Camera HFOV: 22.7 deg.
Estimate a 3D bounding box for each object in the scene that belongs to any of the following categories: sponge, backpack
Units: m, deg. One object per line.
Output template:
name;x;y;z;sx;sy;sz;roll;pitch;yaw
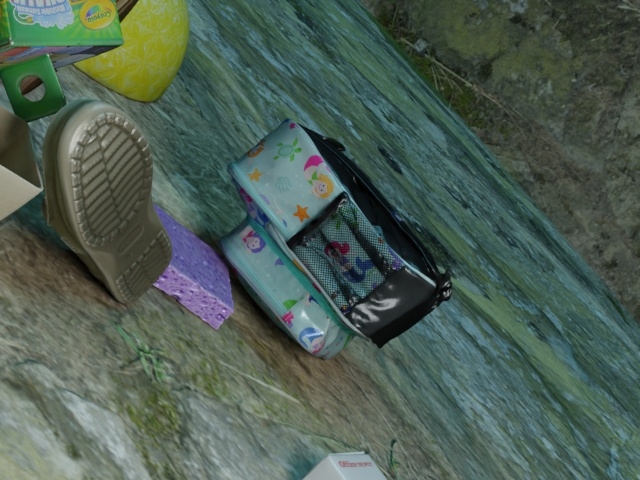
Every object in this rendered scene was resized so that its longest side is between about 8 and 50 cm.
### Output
sponge;-0.177;-0.003;1.607;0.210;0.031;0.117;37;19;-25
backpack;0.000;0.000;1.719;0.253;0.191;0.225;56;2;10

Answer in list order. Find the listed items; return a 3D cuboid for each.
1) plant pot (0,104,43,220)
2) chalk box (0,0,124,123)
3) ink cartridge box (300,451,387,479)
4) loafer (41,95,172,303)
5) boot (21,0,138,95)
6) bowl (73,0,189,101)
plant pot;-0.307;-0.063;1.316;0.109;0.096;0.109;34;20;-35
chalk box;-0.265;-0.209;1.359;0.132;0.132;0.213;-8;87;-51
ink cartridge box;0.043;0.257;1.465;0.122;0.052;0.088;53;18;23
loafer;-0.203;-0.037;1.408;0.092;0.102;0.268;32;-26;22
boot;-0.291;-0.267;1.679;0.152;0.197;0.073;53;-5;0
bowl;-0.258;-0.326;1.981;0.289;0.156;0.289;41;17;-15
